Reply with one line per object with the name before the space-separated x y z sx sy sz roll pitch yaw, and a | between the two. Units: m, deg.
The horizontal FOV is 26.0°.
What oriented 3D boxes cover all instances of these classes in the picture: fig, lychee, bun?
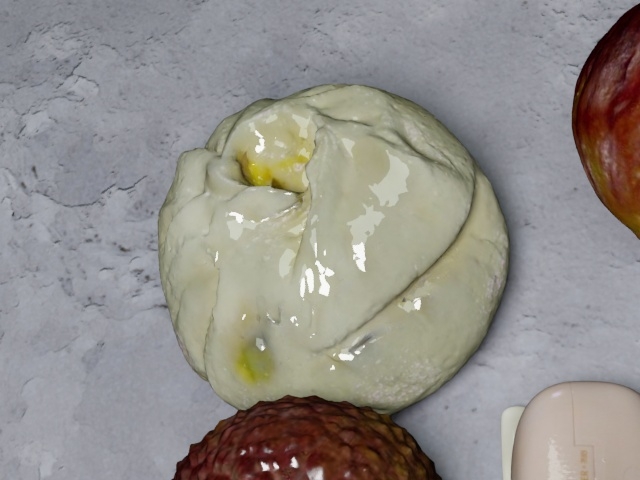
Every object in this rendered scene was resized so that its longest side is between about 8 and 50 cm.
fig | 0.351 -0.134 1.328 0.224 0.224 0.263 34 85 27
lychee | -0.008 0.257 1.233 0.261 0.260 0.260 -6 64 14
bun | 0.000 0.000 1.365 0.365 0.219 0.365 -7 66 16

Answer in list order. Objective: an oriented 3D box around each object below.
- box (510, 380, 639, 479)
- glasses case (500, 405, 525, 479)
box | 0.246 0.225 1.256 0.146 0.088 0.200 -1 65 6
glasses case | 0.189 0.199 1.326 0.032 0.021 0.083 -4 66 10
